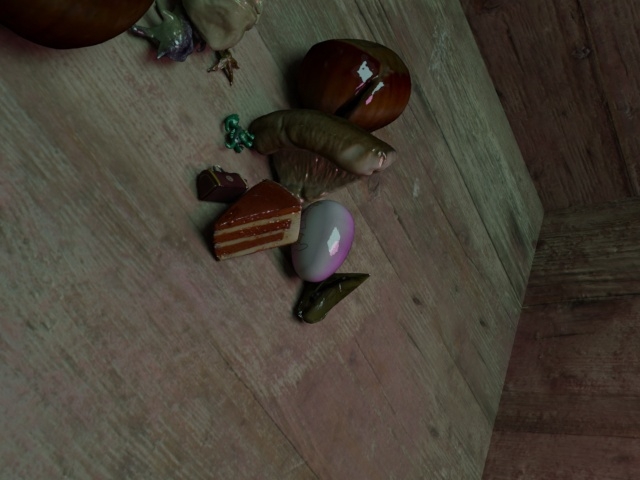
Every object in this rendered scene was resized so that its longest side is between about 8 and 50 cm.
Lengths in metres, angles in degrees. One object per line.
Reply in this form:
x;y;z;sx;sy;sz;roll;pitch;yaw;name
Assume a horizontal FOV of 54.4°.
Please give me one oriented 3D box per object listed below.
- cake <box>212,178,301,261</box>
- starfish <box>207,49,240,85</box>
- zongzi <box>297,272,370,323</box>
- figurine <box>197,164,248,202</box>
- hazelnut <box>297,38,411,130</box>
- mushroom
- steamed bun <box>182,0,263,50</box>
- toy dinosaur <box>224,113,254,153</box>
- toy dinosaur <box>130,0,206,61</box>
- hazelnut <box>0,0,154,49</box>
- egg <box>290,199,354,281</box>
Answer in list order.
-0.164;-0.030;1.731;0.262;0.159;0.158;-49;154;-43;cake
-0.278;-0.516;1.815;0.130;0.041;0.133;-49;120;-45;starfish
0.039;0.181;1.940;0.094;0.204;0.205;62;40;-35;zongzi
-0.271;-0.164;1.730;0.154;0.082;0.098;-4;61;-53;figurine
0.115;-0.510;2.095;0.409;0.359;0.360;-25;102;-44;hazelnut
0.022;-0.284;1.865;0.224;0.397;0.314;-41;112;-54;mushroom
-0.255;-0.707;1.721;0.289;0.203;0.276;-86;153;-43;steamed bun
-0.246;-0.307;1.805;0.096;0.059;0.132;46;40;-26;toy dinosaur
-0.389;-0.557;1.647;0.162;0.077;0.294;57;40;-17;toy dinosaur
-0.532;-0.582;1.248;0.429;0.401;0.403;28;61;-53;hazelnut
0.000;0.000;1.946;0.196;0.196;0.271;48;65;-35;egg
